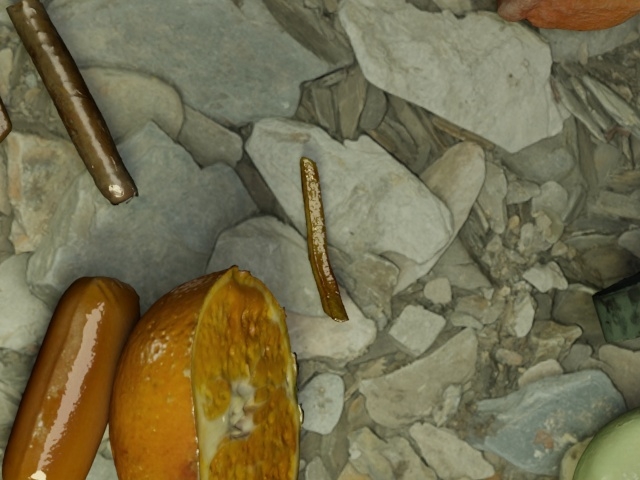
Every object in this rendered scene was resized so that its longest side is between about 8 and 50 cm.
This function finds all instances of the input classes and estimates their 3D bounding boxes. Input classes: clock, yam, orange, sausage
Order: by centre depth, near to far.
[{"bbox_3d":[-0.109,0.207,1.745,0.274,0.274,0.310,-35,89,-14],"label":"orange"},{"bbox_3d":[-0.280,0.171,1.776,0.105,0.105,0.274,21,83,-13],"label":"sausage"},{"bbox_3d":[-0.284,-0.159,1.817,0.046,0.046,0.264,-28,94,-15],"label":"yam"},{"bbox_3d":[0.472,0.038,1.883,0.313,0.312,0.061,-22,87,-15],"label":"clock"}]

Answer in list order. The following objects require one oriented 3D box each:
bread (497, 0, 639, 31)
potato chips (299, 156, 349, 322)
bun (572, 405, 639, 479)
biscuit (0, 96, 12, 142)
[{"bbox_3d":[0.349,-0.359,1.959,0.244,0.123,0.190,3,86,-16],"label":"bread"},{"bbox_3d":[0.000,0.000,1.896,0.026,0.037,0.204,-8,85,-25],"label":"potato chips"},{"bbox_3d":[0.439,0.323,1.937,0.283,0.179,0.283,0,96,4],"label":"bun"},{"bbox_3d":[-0.469,-0.148,1.773,0.215,0.034,0.182,-21,92,-13],"label":"biscuit"}]
